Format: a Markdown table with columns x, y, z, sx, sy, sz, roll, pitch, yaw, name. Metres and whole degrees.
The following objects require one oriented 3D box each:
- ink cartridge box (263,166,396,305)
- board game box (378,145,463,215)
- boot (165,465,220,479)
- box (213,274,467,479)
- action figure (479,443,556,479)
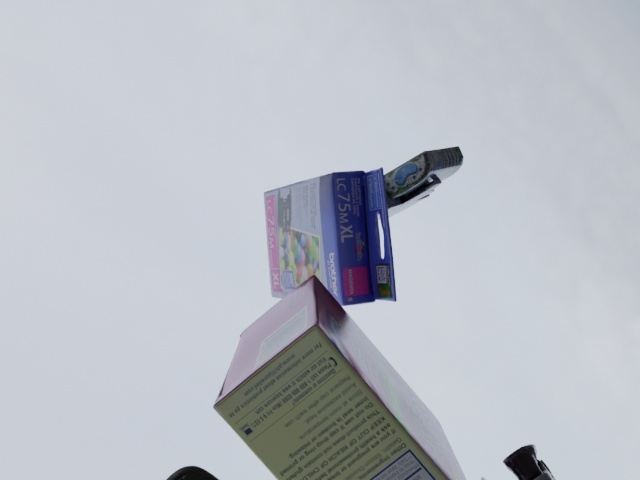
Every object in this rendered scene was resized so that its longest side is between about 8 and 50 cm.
| x | y | z | sx | sy | sz | roll | pitch | yaw | name |
| --- | --- | --- | --- | --- | --- | --- | --- | --- | --- |
| 0.000 | 0.000 | 0.911 | 0.065 | 0.311 | 0.186 | -5 | -90 | -29 | ink cartridge box |
| 0.135 | -0.088 | 1.051 | 0.194 | 0.194 | 0.060 | -20 | -97 | -54 | board game box |
| -0.105 | 0.539 | 0.943 | 0.138 | 0.284 | 0.377 | -40 | -114 | -18 | boot |
| 0.027 | 0.180 | 0.620 | 0.243 | 0.117 | 0.213 | 51 | -176 | -6 | box |
| 0.282 | 0.360 | 0.635 | 0.285 | 0.185 | 0.099 | 53 | -178 | 32 | action figure |
